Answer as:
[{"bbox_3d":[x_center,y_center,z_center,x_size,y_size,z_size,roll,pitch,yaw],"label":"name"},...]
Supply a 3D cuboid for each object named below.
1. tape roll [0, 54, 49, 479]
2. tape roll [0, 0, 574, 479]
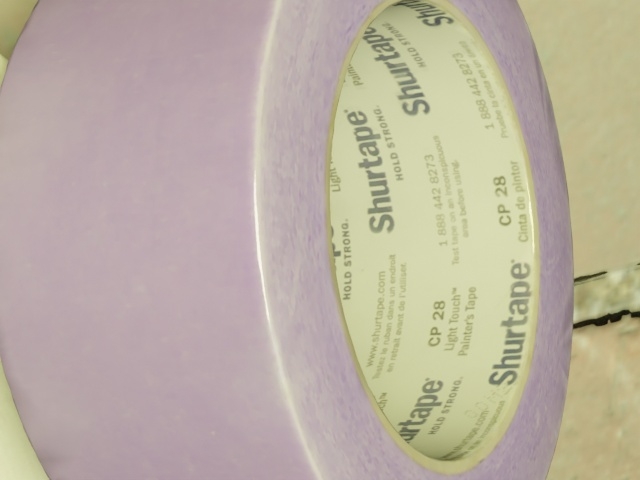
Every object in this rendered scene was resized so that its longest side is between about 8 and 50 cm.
[{"bbox_3d":[-0.189,0.112,0.367,0.392,0.072,0.392,-8,102,-40],"label":"tape roll"},{"bbox_3d":[0.000,0.000,0.427,0.189,0.080,0.189,14,74,-58],"label":"tape roll"}]
